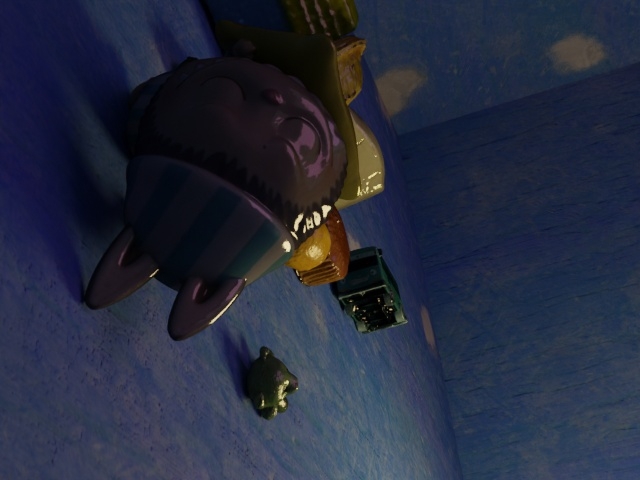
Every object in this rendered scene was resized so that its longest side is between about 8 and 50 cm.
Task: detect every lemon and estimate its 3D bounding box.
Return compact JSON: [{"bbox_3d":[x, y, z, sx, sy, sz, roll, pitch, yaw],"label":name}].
[{"bbox_3d":[-0.043,-0.004,1.759,0.155,0.114,0.114,42,34,-55],"label":"lemon"}]

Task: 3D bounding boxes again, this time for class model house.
[{"bbox_3d":[-0.075,-0.491,1.830,0.215,0.303,0.237,-72,145,-58],"label":"model house"}]

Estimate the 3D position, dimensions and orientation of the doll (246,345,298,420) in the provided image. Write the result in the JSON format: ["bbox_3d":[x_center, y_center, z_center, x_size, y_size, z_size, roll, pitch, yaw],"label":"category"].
[{"bbox_3d":[-0.069,0.223,1.470,0.150,0.077,0.115,72,16,-72],"label":"doll"}]

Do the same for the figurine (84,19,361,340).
[{"bbox_3d":[-0.174,-0.069,1.118,0.378,0.361,0.266,-45,121,-37],"label":"figurine"}]

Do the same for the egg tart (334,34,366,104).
[{"bbox_3d":[-0.007,-0.284,1.853,0.115,0.290,0.290,49,14,0],"label":"egg tart"}]

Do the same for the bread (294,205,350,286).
[{"bbox_3d":[0.000,-0.001,1.957,0.199,0.104,0.199,-14,90,-78],"label":"bread"}]

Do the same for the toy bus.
[{"bbox_3d":[0.118,0.120,2.276,0.256,0.128,0.147,57,19,-60],"label":"toy bus"}]

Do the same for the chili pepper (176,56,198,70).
[{"bbox_3d":[-0.176,-0.236,1.587,0.224,0.061,0.098,44,26,-63],"label":"chili pepper"}]

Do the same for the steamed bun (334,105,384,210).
[{"bbox_3d":[0.027,-0.197,2.100,0.250,0.200,0.155,60,4,-30],"label":"steamed bun"}]
